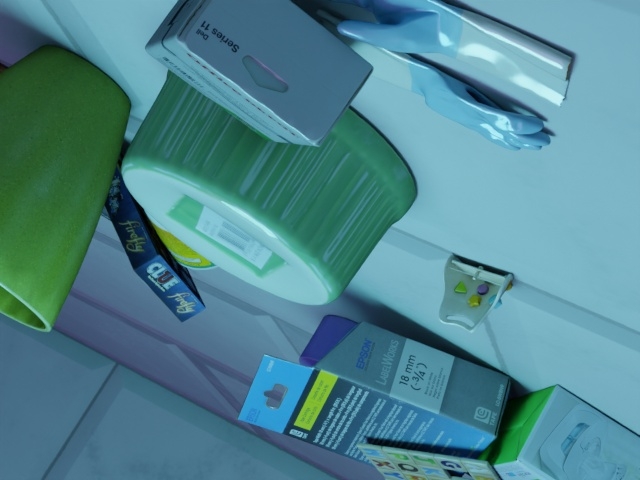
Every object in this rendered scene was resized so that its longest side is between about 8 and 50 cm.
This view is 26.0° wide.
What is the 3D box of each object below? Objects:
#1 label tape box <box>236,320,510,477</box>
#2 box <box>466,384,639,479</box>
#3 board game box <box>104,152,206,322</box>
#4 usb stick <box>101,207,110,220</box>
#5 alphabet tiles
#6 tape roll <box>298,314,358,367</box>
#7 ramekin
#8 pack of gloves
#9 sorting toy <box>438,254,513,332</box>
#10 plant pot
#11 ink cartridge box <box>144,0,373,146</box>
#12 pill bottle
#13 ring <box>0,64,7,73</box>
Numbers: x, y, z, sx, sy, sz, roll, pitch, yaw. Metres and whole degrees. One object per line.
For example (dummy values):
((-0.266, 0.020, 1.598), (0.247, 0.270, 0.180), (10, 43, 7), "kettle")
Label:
((0.071, 0.224, 1.966), (0.334, 0.106, 0.240), (21, 148, -2), "label tape box")
((0.351, 0.325, 1.919), (0.231, 0.126, 0.262), (31, 164, -2), "box")
((-0.247, -0.021, 1.908), (0.243, 0.042, 0.165), (61, -178, 33), "board game box")
((-0.296, -0.042, 2.089), (0.077, 0.045, 0.278), (27, 174, 42), "usb stick")
((0.182, 0.354, 1.991), (0.198, 0.009, 0.237), (4, 150, 28), "alphabet tiles")
((0.066, 0.200, 2.158), (0.189, 0.080, 0.189), (29, 165, 9), "tape roll")
((-0.065, -0.060, 1.479), (0.303, 0.148, 0.303), (29, 164, 9), "ramekin")
((0.087, -0.139, 1.149), (0.232, 0.046, 0.195), (28, 163, 13), "pack of gloves")
((0.170, 0.066, 1.561), (0.083, 0.075, 0.045), (19, 160, 38), "sorting toy")
((-0.368, -0.084, 1.705), (0.275, 0.293, 0.275), (29, 164, 9), "plant pot")
((-0.059, -0.159, 1.209), (0.153, 0.087, 0.208), (36, 176, -15), "ink cartridge box")
((-0.163, -0.049, 1.755), (0.118, 0.117, 0.208), (27, 163, 15), "pill bottle")
((-0.445, -0.178, 2.049), (0.337, 0.032, 0.336), (30, 164, 9), "ring")
